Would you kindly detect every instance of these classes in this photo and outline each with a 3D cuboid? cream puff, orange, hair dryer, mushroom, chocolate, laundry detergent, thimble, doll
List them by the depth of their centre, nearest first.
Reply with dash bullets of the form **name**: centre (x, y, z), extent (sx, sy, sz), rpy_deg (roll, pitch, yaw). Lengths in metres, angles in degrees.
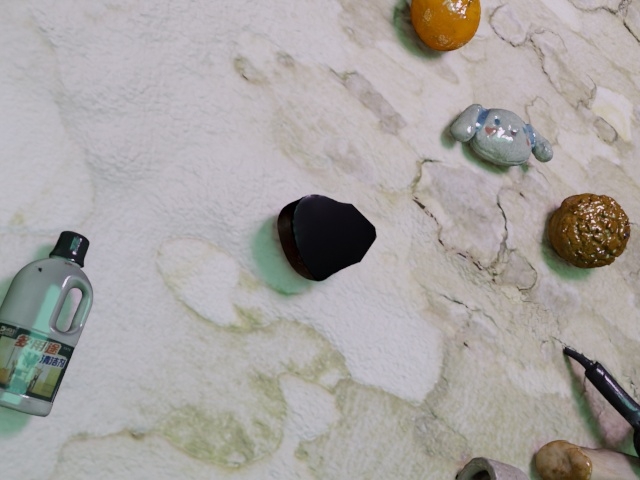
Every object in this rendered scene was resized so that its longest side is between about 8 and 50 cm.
- **laundry detergent**: centre (-0.342, 0.095, 0.826), extent (0.099, 0.070, 0.225), rpy_deg (21, 70, -14)
- **chocolate**: centre (0.000, 0.000, 1.017), extent (0.149, 0.080, 0.125), rpy_deg (14, 85, -32)
- **thimble**: centre (0.274, 0.410, 1.063), extent (0.090, 0.102, 0.115), rpy_deg (24, 99, -21)
- **mushroom**: centre (0.542, 0.428, 1.183), extent (0.352, 0.123, 0.094), rpy_deg (17, 84, -17)
- **orange**: centre (0.223, -0.405, 1.187), extent (0.136, 0.117, 0.135), rpy_deg (4, 77, -19)
- **doll**: centre (0.331, -0.190, 1.227), extent (0.214, 0.071, 0.103), rpy_deg (12, 67, -17)
- **hair dryer**: centre (0.557, 0.281, 1.228), extent (0.271, 0.091, 0.235), rpy_deg (50, 23, 11)
- **cream puff**: centre (0.513, -0.021, 1.260), extent (0.165, 0.115, 0.150), rpy_deg (-44, 105, -28)
